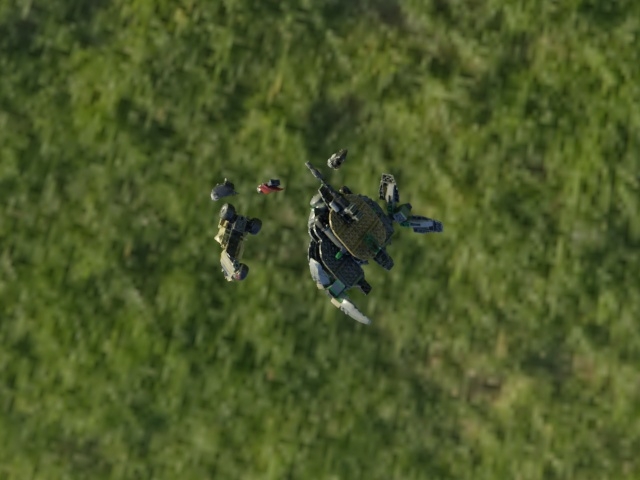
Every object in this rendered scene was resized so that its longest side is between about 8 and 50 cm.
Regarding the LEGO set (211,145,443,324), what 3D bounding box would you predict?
[{"bbox_3d":[-0.001,-0.002,0.560,0.083,0.054,0.023,19,156,-29],"label":"LEGO set"}]
